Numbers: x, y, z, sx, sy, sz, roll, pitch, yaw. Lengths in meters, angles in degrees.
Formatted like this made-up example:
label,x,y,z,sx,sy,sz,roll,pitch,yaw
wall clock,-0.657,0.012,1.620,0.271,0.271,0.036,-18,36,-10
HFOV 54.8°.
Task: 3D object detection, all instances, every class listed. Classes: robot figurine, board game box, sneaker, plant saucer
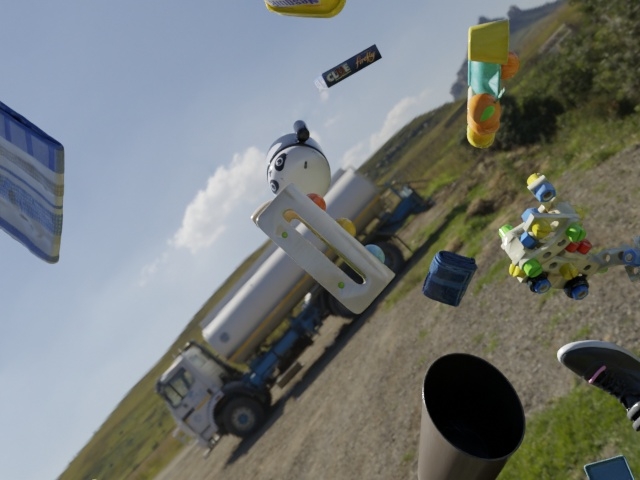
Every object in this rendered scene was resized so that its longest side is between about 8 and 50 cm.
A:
label,x,y,z,sx,sy,sz,roll,pitch,yaw
robot figurine,-0.066,-0.194,1.672,0.173,0.209,0.278,-31,23,6
board game box,0.069,-0.475,1.720,0.165,0.042,0.243,-30,12,0
sneaker,0.658,0.322,1.328,0.147,0.296,0.104,-69,3,-54
plant saucer,0.483,0.440,0.963,0.067,0.192,0.018,-26,-29,22

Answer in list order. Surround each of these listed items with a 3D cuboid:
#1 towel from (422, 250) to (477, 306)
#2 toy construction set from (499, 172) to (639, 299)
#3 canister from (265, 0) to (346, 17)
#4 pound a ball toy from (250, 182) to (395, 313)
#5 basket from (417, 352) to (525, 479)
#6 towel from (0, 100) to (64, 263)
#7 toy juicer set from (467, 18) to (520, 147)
label,x,y,z,sx,sy,sz,roll,pitch,yaw
towel,0.202,0.062,0.978,0.119,0.067,0.029,96,-168,-57
toy construction set,0.482,0.013,1.162,0.151,0.328,0.215,-92,25,-54
canister,-0.046,-0.369,0.851,0.170,0.126,0.073,-5,-75,-70
pound a ball toy,0.000,0.000,1.273,0.136,0.319,0.208,-47,-6,-3
basket,0.241,0.344,1.050,0.204,0.154,0.227,-103,10,-50
towel,-0.569,-0.106,1.174,0.034,0.209,0.285,-39,-24,-50
toy juicer set,0.310,-0.275,1.110,0.329,0.089,0.209,-48,-43,-71
